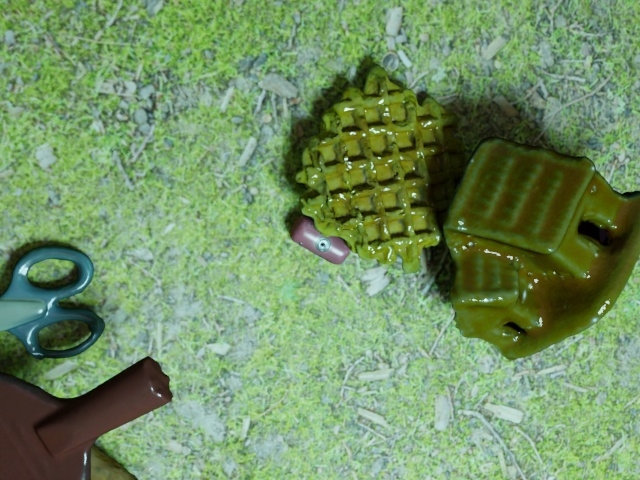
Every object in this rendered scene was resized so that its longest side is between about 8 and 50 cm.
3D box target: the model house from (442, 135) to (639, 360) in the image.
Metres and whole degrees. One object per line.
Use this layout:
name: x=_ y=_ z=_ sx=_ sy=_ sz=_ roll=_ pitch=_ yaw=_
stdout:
model house: x=0.253 y=0.008 z=0.902 sx=0.239 sy=0.173 sz=0.268 roll=27 pitch=86 yaw=-29

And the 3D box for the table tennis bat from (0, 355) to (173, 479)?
table tennis bat: x=-0.352 y=0.245 z=0.775 sx=0.414 sy=0.051 sz=0.268 roll=-29 pitch=97 yaw=3

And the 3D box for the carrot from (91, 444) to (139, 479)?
carrot: x=-0.333 y=0.241 z=0.844 sx=0.102 sy=0.102 sz=0.263 roll=-43 pitch=100 yaw=-6

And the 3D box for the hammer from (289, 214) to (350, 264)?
hammer: x=0.000 y=0.000 z=0.917 sx=0.083 sy=0.043 sz=0.043 roll=31 pitch=89 yaw=-18

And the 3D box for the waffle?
waffle: x=0.093 y=-0.086 z=0.915 sx=0.237 sy=0.058 sz=0.243 roll=37 pitch=77 yaw=-15

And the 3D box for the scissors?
scissors: x=-0.402 y=0.089 z=0.820 sx=0.289 sy=0.041 sz=0.138 roll=-10 pitch=99 yaw=-18
